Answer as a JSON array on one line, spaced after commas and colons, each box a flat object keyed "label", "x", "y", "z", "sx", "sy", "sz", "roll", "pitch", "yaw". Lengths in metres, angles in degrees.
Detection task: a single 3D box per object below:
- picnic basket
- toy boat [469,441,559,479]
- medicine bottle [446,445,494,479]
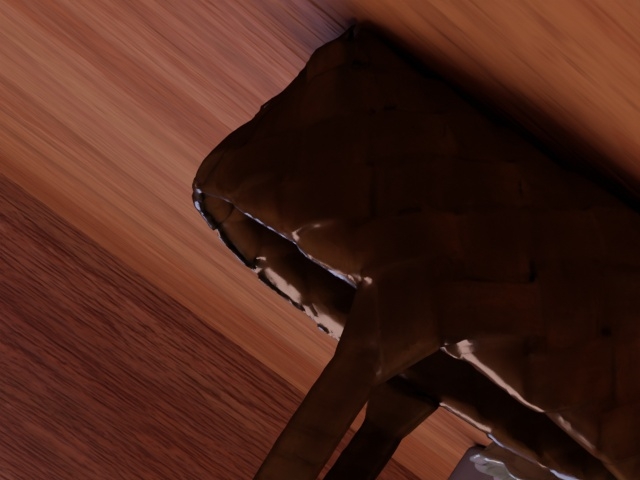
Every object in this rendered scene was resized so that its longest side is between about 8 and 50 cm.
[{"label": "picnic basket", "x": 0.041, "y": 0.087, "z": 0.850, "sx": 0.337, "sy": 0.337, "sz": 0.293, "roll": 33, "pitch": 170, "yaw": 12}, {"label": "toy boat", "x": 0.286, "y": 0.282, "z": 1.580, "sx": 0.199, "sy": 0.100, "sz": 0.290, "roll": 28, "pitch": 167, "yaw": 36}, {"label": "medicine bottle", "x": 0.226, "y": 0.506, "z": 2.134, "sx": 0.208, "sy": 0.339, "sz": 0.208, "roll": 34, "pitch": 171, "yaw": 6}]
